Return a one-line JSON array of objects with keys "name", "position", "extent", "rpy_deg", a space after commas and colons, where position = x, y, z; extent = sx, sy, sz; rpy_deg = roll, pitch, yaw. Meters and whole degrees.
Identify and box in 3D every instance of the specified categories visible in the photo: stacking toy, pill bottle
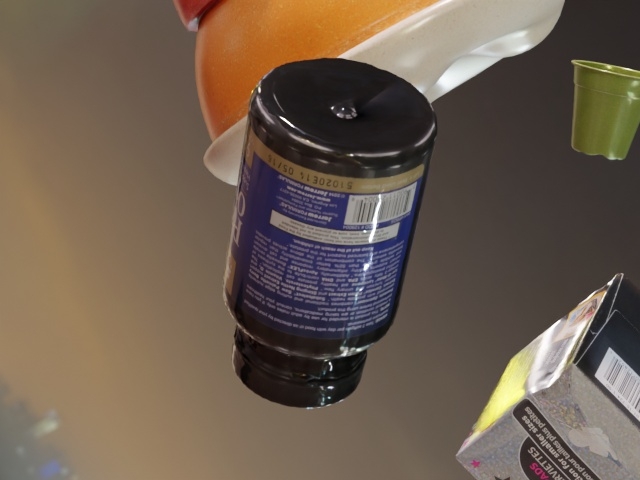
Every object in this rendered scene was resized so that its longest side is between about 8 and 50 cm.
[{"name": "stacking toy", "position": [-0.037, -0.318, 1.575], "extent": [0.480, 0.350, 0.350], "rpy_deg": [62, -12, 3]}, {"name": "pill bottle", "position": [0.000, 0.000, 1.210], "extent": [0.123, 0.123, 0.219], "rpy_deg": [50, -40, 42]}]

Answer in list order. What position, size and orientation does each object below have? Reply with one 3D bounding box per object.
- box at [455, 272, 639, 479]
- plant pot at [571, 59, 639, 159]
[{"name": "box", "position": [0.251, 0.182, 1.404], "extent": [0.247, 0.163, 0.142], "rpy_deg": [44, -56, -2]}, {"name": "plant pot", "position": [0.260, -0.117, 1.656], "extent": [0.083, 0.083, 0.079], "rpy_deg": [-144, -116, -64]}]
